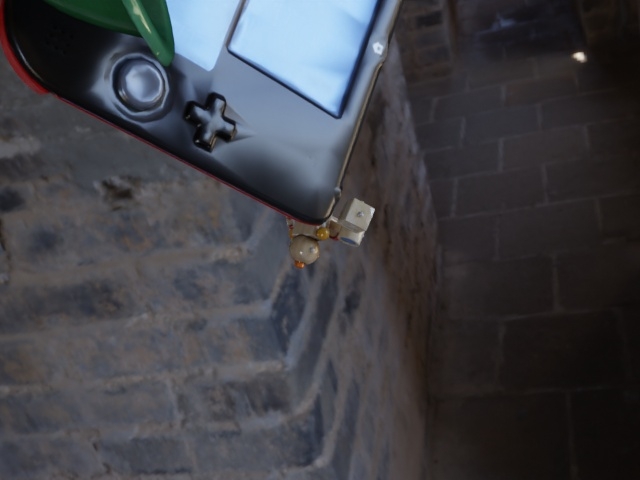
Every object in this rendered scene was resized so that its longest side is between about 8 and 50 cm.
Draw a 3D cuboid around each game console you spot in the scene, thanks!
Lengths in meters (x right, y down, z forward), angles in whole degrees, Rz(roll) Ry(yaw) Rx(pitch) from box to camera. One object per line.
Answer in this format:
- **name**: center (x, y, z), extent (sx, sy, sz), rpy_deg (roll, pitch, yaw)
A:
- **game console**: center (-0.069, -0.248, 0.762), extent (0.060, 0.342, 0.386), rpy_deg (-5, 63, 60)

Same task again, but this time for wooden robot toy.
- **wooden robot toy**: center (0.000, 0.000, 0.975), extent (0.173, 0.076, 0.079), rpy_deg (-1, 62, 55)

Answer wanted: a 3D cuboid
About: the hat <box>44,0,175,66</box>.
- **hat**: center (-0.221, -0.196, 0.586), extent (0.183, 0.208, 0.173), rpy_deg (-17, -2, 2)
